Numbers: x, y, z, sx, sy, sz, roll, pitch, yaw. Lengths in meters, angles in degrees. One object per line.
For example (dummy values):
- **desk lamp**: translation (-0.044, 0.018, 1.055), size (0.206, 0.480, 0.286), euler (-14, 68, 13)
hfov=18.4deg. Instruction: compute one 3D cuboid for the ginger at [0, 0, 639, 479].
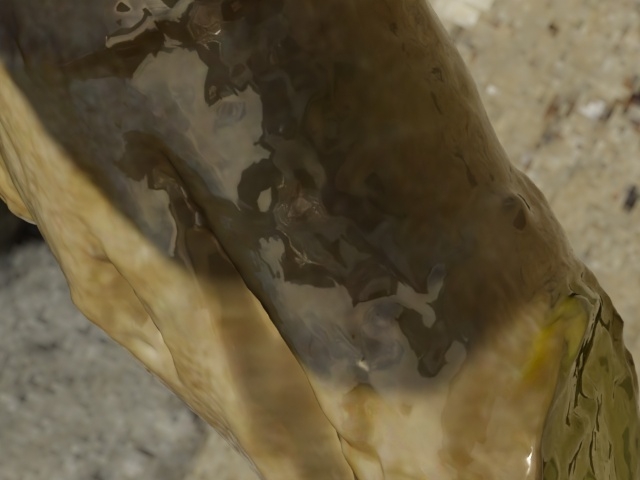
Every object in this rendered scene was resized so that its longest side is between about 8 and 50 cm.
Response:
- **ginger**: translation (0.000, 0.000, 0.590), size (0.190, 0.354, 0.126), euler (-32, 5, 36)
